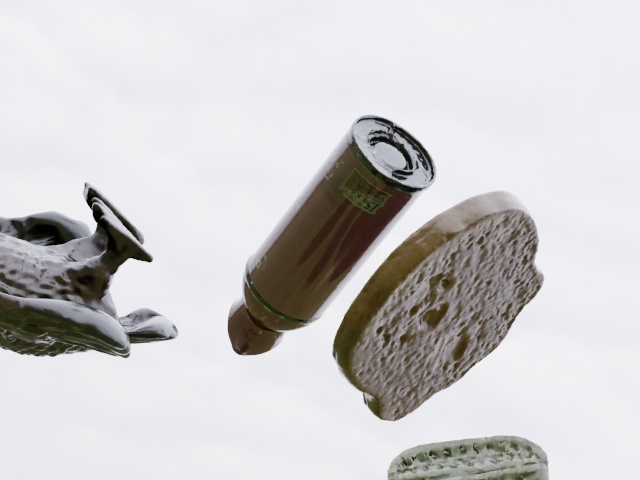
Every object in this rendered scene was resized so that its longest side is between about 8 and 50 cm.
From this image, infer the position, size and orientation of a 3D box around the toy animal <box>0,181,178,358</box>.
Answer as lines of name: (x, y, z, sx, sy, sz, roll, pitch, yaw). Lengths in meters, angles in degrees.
toy animal: (-0.193, 0.044, 1.048, 0.218, 0.179, 0.116, -129, -159, -64)

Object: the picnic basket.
picnic basket: (0.125, 0.268, 1.266, 0.134, 0.154, 0.196, -9, -45, 2)

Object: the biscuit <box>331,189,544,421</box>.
biscuit: (0.133, 0.069, 1.764, 0.049, 0.273, 0.257, 47, -7, 36)

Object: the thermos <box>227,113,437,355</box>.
thermos: (-0.007, 0.000, 1.826, 0.109, 0.136, 0.330, 17, -51, -29)
